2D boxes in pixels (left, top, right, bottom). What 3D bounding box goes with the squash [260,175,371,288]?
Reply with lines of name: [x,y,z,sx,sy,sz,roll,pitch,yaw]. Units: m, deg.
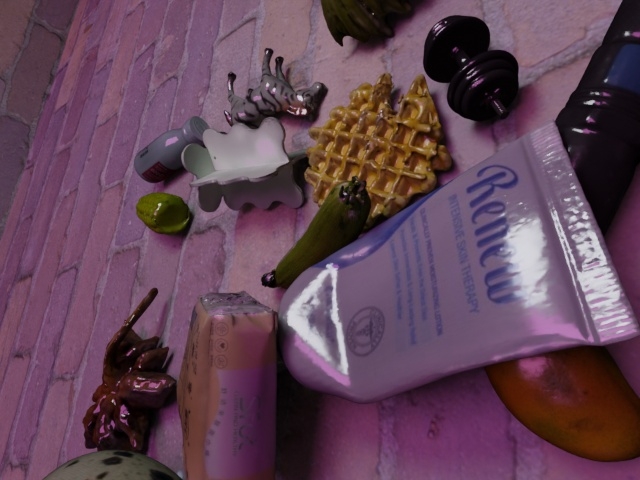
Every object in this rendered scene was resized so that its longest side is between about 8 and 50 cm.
squash: [0.002,0.002,0.684,0.318,0.080,0.071,-47,21,49]

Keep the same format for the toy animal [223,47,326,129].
toy animal: [-0.104,-0.311,0.955,0.254,0.089,0.170,-6,71,44]

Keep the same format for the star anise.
star anise: [-0.391,0.288,0.930,0.292,0.109,0.350,37,97,40]

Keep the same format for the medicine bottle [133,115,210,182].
medicine bottle: [-0.362,-0.222,1.143,0.216,0.090,0.091,-24,57,32]

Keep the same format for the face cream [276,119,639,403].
face cream: [0.098,0.063,0.533,0.420,0.137,0.235,-32,42,38]

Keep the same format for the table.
table: [-0.125,-0.134,0.852,0.198,0.166,0.167,1,72,34]

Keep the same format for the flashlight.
flashlight: [0.337,-0.201,0.495,0.103,0.103,0.424,25,88,45]

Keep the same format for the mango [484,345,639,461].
mango: [0.226,0.135,0.450,0.111,0.089,0.163,-35,58,25]

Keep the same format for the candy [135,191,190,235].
candy: [-0.383,-0.070,1.098,0.209,0.096,0.097,15,82,51]

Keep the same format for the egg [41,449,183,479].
egg: [-0.292,0.455,0.641,0.379,0.287,0.288,15,81,61]

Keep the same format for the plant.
plant: [0.015,-0.493,0.772,0.251,0.333,0.180,-54,29,26]

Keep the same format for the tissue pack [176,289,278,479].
tissue pack: [-0.128,0.205,0.629,0.215,0.122,0.257,-174,84,-70]

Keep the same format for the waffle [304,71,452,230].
waffle: [0.075,-0.142,0.735,0.249,0.056,0.262,-30,57,31]

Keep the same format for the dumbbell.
dumbbell: [0.201,-0.236,0.632,0.099,0.099,0.209,-36,52,25]

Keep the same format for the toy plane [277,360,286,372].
toy plane: [-0.087,0.207,0.740,0.083,0.033,0.080,-24,68,32]
